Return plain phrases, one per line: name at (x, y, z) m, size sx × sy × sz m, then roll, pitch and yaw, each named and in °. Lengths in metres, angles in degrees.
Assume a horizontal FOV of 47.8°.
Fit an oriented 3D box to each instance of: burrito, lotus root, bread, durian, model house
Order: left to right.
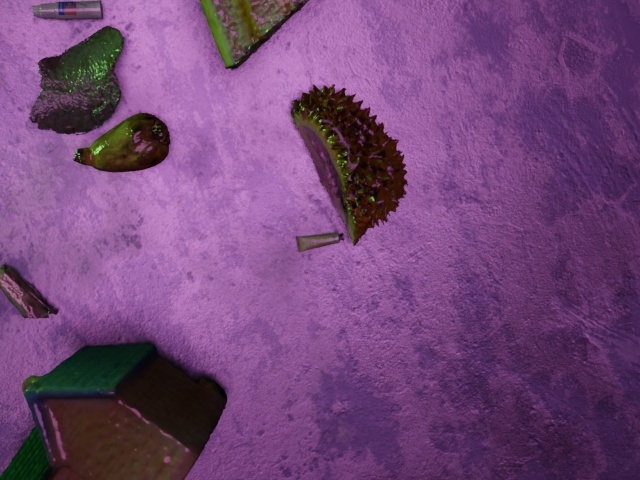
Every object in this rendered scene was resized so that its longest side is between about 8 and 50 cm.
burrito at (-0.601, 0.111, 1.456) m, size 0.055 × 0.041 × 0.149 m, roll -44°, pitch 104°, yaw -14°
model house at (-0.433, 0.399, 1.412) m, size 0.342 × 0.334 × 0.382 m, roll 34°, pitch 97°, yaw -3°
lotus root at (-0.388, -0.184, 1.423) m, size 0.190 × 0.094 × 0.108 m, roll -18°, pitch 78°, yaw 3°
bread at (-0.105, -0.537, 1.327) m, size 0.395 × 0.239 × 0.264 m, roll -41°, pitch 107°, yaw 2°
durian at (0.080, -0.174, 1.486) m, size 0.191 × 0.112 × 0.341 m, roll -25°, pitch 100°, yaw -2°

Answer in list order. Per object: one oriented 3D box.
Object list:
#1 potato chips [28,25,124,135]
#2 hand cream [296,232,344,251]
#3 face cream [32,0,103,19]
potato chips at (-0.463, -0.313, 1.403) m, size 0.167 × 0.059 × 0.229 m, roll 13°, pitch 97°, yaw -1°
hand cream at (0.000, 0.000, 1.550) m, size 0.102 × 0.022 × 0.035 m, roll -10°, pitch 101°, yaw -2°
face cream at (-0.487, -0.442, 1.389) m, size 0.130 × 0.034 × 0.034 m, roll -4°, pitch 100°, yaw -8°
